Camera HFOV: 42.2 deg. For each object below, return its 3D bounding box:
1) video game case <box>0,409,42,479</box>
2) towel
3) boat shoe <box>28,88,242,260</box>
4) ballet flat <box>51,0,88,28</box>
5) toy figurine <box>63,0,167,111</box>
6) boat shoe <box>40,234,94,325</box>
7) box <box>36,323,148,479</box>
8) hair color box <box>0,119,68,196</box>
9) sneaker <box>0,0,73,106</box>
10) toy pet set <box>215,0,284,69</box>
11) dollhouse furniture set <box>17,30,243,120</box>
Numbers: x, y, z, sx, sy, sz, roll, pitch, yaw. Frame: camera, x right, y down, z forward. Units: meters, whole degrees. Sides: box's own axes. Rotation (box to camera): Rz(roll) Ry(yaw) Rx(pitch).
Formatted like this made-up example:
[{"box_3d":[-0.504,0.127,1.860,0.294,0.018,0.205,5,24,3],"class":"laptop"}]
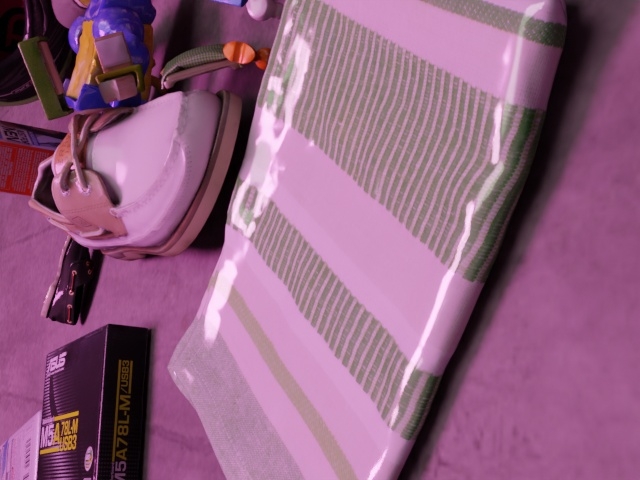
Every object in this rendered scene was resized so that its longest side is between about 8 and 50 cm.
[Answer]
[{"box_3d":[-0.346,0.386,0.927,0.300,0.036,0.328,-37,51,49],"class":"video game case"},{"box_3d":[0.000,0.000,0.465,0.248,0.038,0.324,46,120,53],"class":"towel"},{"box_3d":[-0.158,-0.047,0.650,0.302,0.103,0.113,-25,50,58],"class":"boat shoe"},{"box_3d":[-0.269,-0.343,0.990,0.068,0.072,0.213,49,125,40],"class":"ballet flat"},{"box_3d":[-0.226,-0.186,0.766,0.362,0.191,0.217,25,107,60],"class":"toy figurine"},{"box_3d":[-0.262,0.029,0.893,0.049,0.042,0.133,-93,23,-73],"class":"boat shoe"},{"box_3d":[-0.215,0.182,0.761,0.191,0.045,0.184,-24,64,54],"class":"box"},{"box_3d":[-0.270,-0.076,0.809,0.093,0.167,0.053,38,114,57],"class":"hair color box"},{"box_3d":[-0.372,-0.398,1.025,0.202,0.185,0.482,-78,-3,-74],"class":"sneaker"},{"box_3d":[-0.041,-0.186,0.592,0.114,0.065,0.122,19,102,24],"class":"toy pet set"},{"box_3d":[-0.135,-0.138,0.612,0.076,0.152,0.058,-118,12,-74],"class":"dollhouse furniture set"}]
